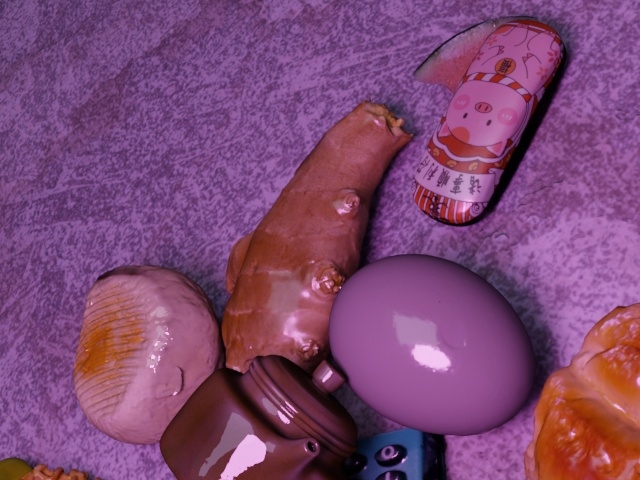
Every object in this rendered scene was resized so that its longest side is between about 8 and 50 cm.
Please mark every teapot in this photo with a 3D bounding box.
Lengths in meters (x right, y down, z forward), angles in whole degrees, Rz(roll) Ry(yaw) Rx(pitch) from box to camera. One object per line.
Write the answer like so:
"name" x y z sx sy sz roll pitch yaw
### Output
"teapot" -0.042 0.193 1.143 0.175 0.185 0.268 -47 11 2

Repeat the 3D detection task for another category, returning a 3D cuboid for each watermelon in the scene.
"watermelon" 0.196 -0.239 1.401 0.155 0.080 0.101 -43 9 12

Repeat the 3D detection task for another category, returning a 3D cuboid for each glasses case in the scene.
"glasses case" 0.198 -0.140 1.313 0.103 0.067 0.267 20 77 38

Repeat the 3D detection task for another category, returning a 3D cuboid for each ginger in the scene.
"ginger" -0.008 0.009 1.383 0.375 0.166 0.236 -56 4 -33

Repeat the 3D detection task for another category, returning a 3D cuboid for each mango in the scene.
"mango" -0.405 0.344 1.489 0.165 0.074 0.091 27 82 44

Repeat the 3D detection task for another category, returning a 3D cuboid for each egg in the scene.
"egg" 0.116 0.108 1.148 0.232 0.176 0.176 25 80 35

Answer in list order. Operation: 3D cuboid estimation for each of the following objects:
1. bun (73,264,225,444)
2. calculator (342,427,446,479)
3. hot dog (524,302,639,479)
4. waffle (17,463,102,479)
"bun" -0.205 0.134 1.409 0.243 0.153 0.244 -10 77 50
"calculator" 0.027 0.327 1.164 0.248 0.058 0.274 -18 52 29
"hot dog" 0.341 0.206 0.898 0.367 0.196 0.365 -50 46 -7
"waffle" -0.337 0.360 1.384 0.191 0.038 0.191 5 43 -5
